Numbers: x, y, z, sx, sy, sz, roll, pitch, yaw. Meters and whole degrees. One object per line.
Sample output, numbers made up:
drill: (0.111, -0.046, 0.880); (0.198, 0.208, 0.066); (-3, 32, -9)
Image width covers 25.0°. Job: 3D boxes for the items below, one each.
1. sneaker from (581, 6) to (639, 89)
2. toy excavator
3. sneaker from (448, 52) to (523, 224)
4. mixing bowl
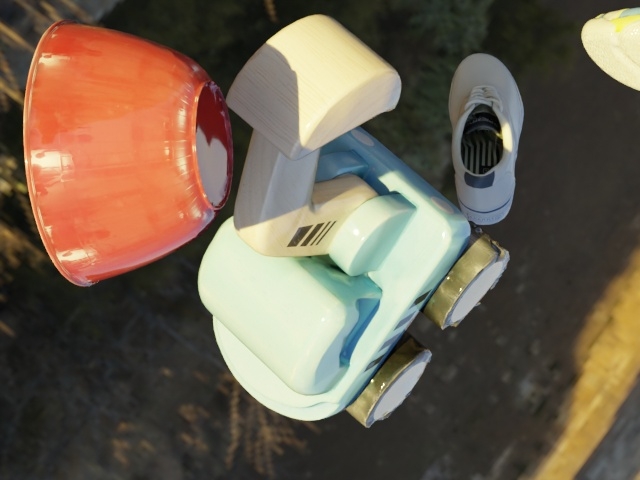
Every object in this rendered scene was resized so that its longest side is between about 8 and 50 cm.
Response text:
sneaker: (0.356, -0.190, 1.269); (0.126, 0.240, 0.091); (-58, 142, -23)
toy excavator: (0.000, 0.000, 1.334); (0.433, 0.222, 0.445); (-56, 160, 23)
sneaker: (0.203, -0.143, 1.749); (0.091, 0.094, 0.258); (82, 6, -52)
mixing bowl: (-0.117, -0.060, 0.966); (0.181, 0.098, 0.182); (-2, 90, -77)
